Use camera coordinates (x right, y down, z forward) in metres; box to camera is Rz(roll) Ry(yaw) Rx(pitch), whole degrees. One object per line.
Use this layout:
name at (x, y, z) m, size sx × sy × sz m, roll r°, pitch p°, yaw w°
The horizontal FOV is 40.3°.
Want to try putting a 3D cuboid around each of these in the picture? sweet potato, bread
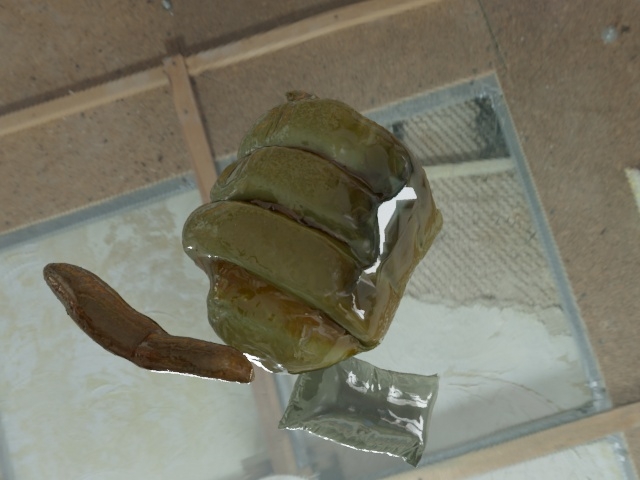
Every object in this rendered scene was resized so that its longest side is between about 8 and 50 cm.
sweet potato at (-0.123, 0.059, 0.575) m, size 0.179 × 0.044 × 0.044 m, roll 26°, pitch -95°, yaw 24°
bread at (0.000, 0.000, 1.090) m, size 0.300 × 0.210 × 0.341 m, roll 50°, pitch -124°, yaw -21°

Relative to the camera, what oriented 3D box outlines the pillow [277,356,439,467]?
pillow at (0.062, 0.226, 1.243) m, size 0.254 × 0.078 × 0.144 m, roll 23°, pitch -98°, yaw -30°
